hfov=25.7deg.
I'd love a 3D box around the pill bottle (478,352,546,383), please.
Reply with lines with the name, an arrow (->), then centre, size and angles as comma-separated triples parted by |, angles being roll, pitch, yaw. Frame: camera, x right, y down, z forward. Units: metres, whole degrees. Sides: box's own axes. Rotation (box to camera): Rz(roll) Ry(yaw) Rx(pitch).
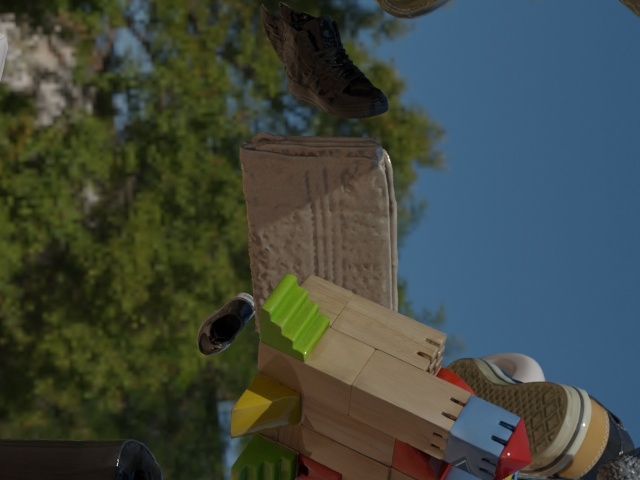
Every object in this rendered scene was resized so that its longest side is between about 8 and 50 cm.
pill bottle -> 0.333, 0.364, 2.383 | 0.181, 0.182, 0.323 | -131, -163, -68

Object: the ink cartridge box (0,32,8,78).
ink cartridge box -> -0.335, -0.085, 1.091 | 0.190, 0.082, 0.139 | -58, 172, -55

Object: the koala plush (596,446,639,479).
koala plush -> 0.460, 0.321, 1.614 | 0.221, 0.196, 0.203 | 64, 18, 16

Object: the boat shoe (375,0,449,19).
boat shoe -> 0.118, -0.290, 1.235 | 0.302, 0.109, 0.094 | -52, -167, 51

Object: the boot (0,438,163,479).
boot -> -0.415, 0.264, 1.738 | 0.146, 0.445, 0.367 | -49, 132, -44

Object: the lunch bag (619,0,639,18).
lunch bag -> 0.380, -0.271, 1.296 | 0.305, 0.256, 0.212 | 51, -54, 39

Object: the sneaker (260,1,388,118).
sneaker -> 0.003, -0.181, 1.391 | 0.170, 0.051, 0.089 | 26, -52, 48

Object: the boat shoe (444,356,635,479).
boat shoe -> 0.282, 0.281, 2.045 | 0.186, 0.156, 0.500 | -64, -162, -11

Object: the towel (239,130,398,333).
towel -> 0.000, 0.000, 1.728 | 0.049, 0.187, 0.282 | -65, 156, -60

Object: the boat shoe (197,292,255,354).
boat shoe -> -0.134, 0.119, 1.894 | 0.142, 0.049, 0.040 | -48, -175, 45

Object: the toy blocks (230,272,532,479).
toy blocks -> 0.073, 0.205, 1.352 | 0.190, 0.261, 0.381 | -53, 159, -37
